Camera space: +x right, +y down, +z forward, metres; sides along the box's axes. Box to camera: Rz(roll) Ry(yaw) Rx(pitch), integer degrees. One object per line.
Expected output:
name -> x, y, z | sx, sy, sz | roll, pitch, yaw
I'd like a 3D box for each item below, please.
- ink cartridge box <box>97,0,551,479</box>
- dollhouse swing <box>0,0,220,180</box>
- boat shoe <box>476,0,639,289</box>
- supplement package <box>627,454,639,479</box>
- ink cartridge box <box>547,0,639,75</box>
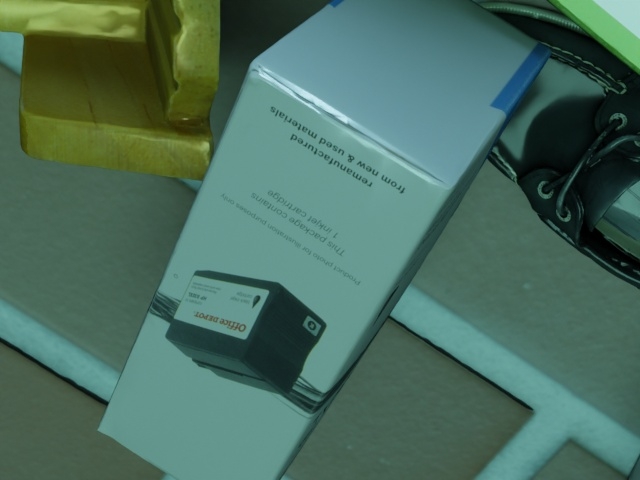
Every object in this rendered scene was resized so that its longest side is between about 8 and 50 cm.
ink cartridge box -> 0.000, 0.000, 0.749 | 0.129, 0.223, 0.307 | 32, 127, 5
dollhouse swing -> -0.226, -0.244, 0.681 | 0.305, 0.315, 0.346 | -1, 116, -12
boat shoe -> 0.216, -0.040, 0.803 | 0.340, 0.113, 0.127 | 40, 114, -11
supplement package -> 0.340, 0.202, 0.850 | 0.149, 0.203, 0.194 | 17, 116, -1
ink cartridge box -> 0.222, -0.250, 0.700 | 0.189, 0.097, 0.255 | 39, 106, -4
